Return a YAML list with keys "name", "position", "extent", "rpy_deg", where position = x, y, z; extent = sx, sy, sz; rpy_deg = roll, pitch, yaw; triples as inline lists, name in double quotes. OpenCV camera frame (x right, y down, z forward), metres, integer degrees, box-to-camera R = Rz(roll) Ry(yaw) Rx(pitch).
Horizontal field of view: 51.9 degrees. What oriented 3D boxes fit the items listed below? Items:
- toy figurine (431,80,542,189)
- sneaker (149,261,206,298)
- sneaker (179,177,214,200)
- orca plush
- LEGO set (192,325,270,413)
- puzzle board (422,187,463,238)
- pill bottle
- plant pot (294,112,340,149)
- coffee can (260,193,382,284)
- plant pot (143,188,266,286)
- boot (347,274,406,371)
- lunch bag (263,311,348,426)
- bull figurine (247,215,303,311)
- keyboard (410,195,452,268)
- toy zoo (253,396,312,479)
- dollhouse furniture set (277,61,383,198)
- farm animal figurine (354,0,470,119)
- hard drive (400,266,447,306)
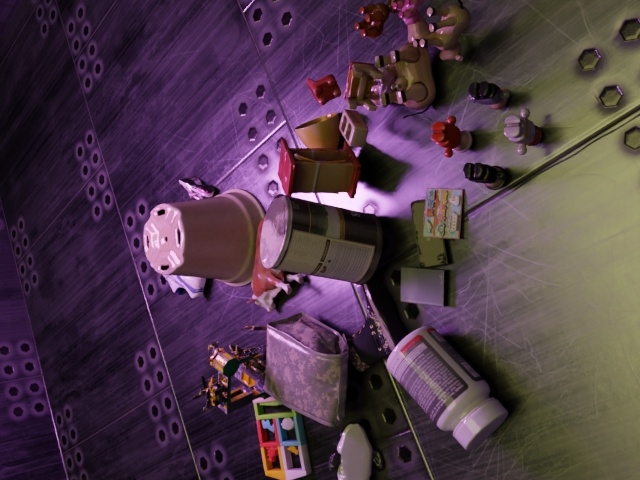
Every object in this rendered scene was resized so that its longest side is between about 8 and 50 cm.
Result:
- name: "toy figurine"
  position: [0.394, -0.247, 1.544]
  extent: [0.209, 0.148, 0.213]
  rpy_deg: [-50, 57, 24]
- name: "sneaker"
  position: [-0.534, 0.130, 2.403]
  extent: [0.296, 0.111, 0.131]
  rpy_deg: [14, 101, 42]
- name: "sneaker"
  position: [-0.448, -0.170, 2.349]
  extent: [0.178, 0.072, 0.077]
  rpy_deg: [31, 122, 43]
- name: "orca plush"
  position: [0.109, 0.659, 1.879]
  extent: [0.151, 0.102, 0.287]
  rpy_deg: [-21, 86, -5]
- name: "LEGO set"
  position: [-0.248, 0.376, 2.041]
  extent: [0.192, 0.331, 0.255]
  rpy_deg: [26, 128, 40]
- name: "puzzle board"
  position: [0.312, -0.070, 1.679]
  extent: [0.096, 0.011, 0.128]
  rpy_deg: [4, 89, 27]
- name: "pill bottle"
  position: [0.309, 0.361, 1.617]
  extent: [0.283, 0.161, 0.161]
  rpy_deg: [47, 120, 31]
- name: "plant pot"
  position: [0.003, -0.303, 1.911]
  extent: [0.134, 0.134, 0.095]
  rpy_deg: [-5, 112, 42]
- name: "coffee can"
  position: [0.000, 0.000, 1.768]
  extent: [0.201, 0.275, 0.202]
  rpy_deg: [-169, 90, -67]
- name: "plant pot"
  position: [-0.389, -0.007, 2.138]
  extent: [0.333, 0.305, 0.334]
  rpy_deg: [1, 92, 42]
- name: "boot"
  position: [0.130, 0.233, 1.828]
  extent: [0.178, 0.085, 0.237]
  rpy_deg: [-39, 64, 39]
- name: "lunch bag"
  position: [-0.019, 0.371, 1.895]
  extent: [0.287, 0.168, 0.235]
  rpy_deg: [23, 117, 44]
- name: "bull figurine"
  position: [-0.143, 0.079, 2.059]
  extent: [0.188, 0.101, 0.311]
  rpy_deg: [5, 97, 38]
- name: "keyboard"
  position: [0.297, -0.023, 1.707]
  extent: [0.108, 0.023, 0.180]
  rpy_deg: [-12, 84, 31]
- name: "toy zoo"
  position: [-0.121, 0.643, 2.097]
  extent: [0.192, 0.030, 0.293]
  rpy_deg: [-17, 79, 41]
- name: "dollhouse furniture set"
  position: [0.015, -0.300, 1.751]
  extent: [0.152, 0.201, 0.374]
  rpy_deg: [-111, 27, -53]
- name: "farm animal figurine"
  position: [0.245, -0.475, 1.650]
  extent: [0.330, 0.172, 0.327]
  rpy_deg: [35, 133, 51]
- name: "hard drive"
  position: [0.273, 0.120, 1.735]
  extent: [0.135, 0.022, 0.094]
  rpy_deg: [2, 92, 42]
